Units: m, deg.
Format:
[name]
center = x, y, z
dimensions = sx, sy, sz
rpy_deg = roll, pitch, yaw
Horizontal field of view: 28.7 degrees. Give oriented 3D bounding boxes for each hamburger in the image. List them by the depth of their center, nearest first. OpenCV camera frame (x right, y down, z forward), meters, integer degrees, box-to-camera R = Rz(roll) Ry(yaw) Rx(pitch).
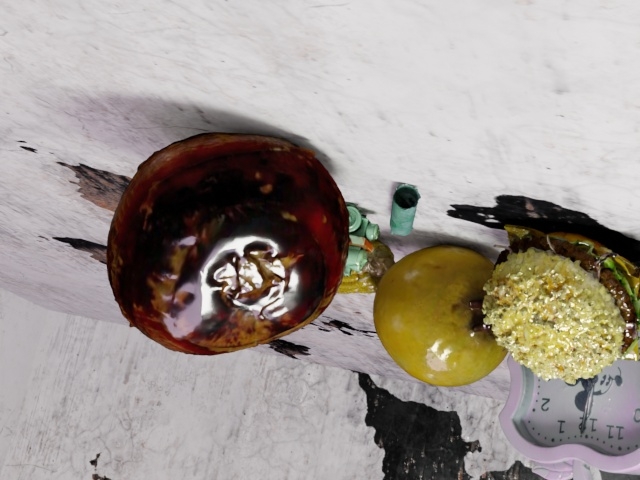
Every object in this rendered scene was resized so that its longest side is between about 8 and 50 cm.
[hamburger]
center = 0.340, 0.092, 1.765
dimensions = 0.243, 0.139, 0.261
rpy_deg = 16, 133, 32

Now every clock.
[clock]
center = 0.463, 0.251, 2.080
dimensions = 0.339, 0.338, 0.102
rpy_deg = 1, 168, 44

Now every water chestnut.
[water chestnut]
center = -0.128, -0.016, 1.712
dimensions = 0.350, 0.350, 0.302
rpy_deg = 23, -154, -38

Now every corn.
[corn]
center = 0.043, 0.045, 2.129
dimensions = 0.097, 0.097, 0.262
rpy_deg = 21, 166, -30

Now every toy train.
[toy train]
center = 0.000, 0.000, 1.922
dimensions = 0.176, 0.118, 0.074
rpy_deg = 11, 170, 19

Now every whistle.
[whistle]
center = 0.120, -0.039, 1.805
dimensions = 0.039, 0.039, 0.186
rpy_deg = 13, 167, 4

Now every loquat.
[loquat]
center = 0.201, 0.117, 1.973
dimensions = 0.244, 0.243, 0.244
rpy_deg = 13, 168, 3

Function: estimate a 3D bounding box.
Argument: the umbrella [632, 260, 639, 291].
[umbrella]
center = 0.427, 0.105, 1.928
dimensions = 0.154, 0.128, 0.337
rpy_deg = -11, 167, -32
